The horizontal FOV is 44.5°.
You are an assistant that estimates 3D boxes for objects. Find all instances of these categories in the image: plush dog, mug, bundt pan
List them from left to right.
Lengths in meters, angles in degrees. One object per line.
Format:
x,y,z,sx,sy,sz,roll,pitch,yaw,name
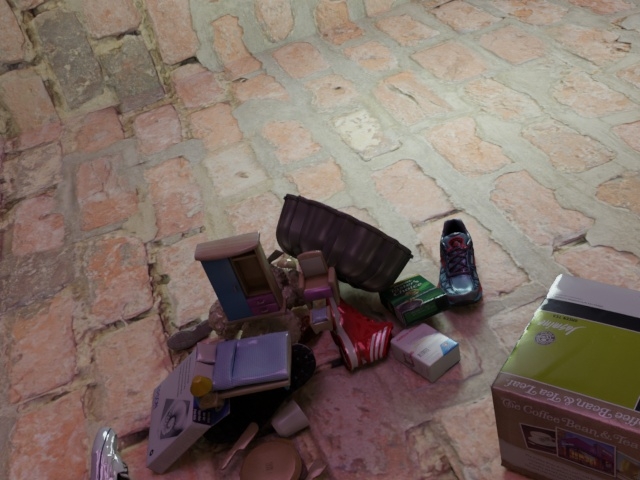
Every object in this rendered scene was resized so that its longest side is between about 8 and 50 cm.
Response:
-0.124,0.170,1.785,0.262,0.211,0.225,-23,62,-8,plush dog
-0.064,0.367,1.587,0.064,0.078,0.062,-35,73,-13,mug
0.040,0.020,1.797,0.330,0.331,0.124,21,83,40,bundt pan

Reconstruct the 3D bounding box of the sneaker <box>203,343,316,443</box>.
-0.124,0.324,1.646,0.283,0.107,0.124,-35,-4,-3,sneaker

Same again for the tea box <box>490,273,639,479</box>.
0.516,0.265,1.355,0.329,0.220,0.323,14,43,35,tea box

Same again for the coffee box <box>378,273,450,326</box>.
0.207,0.132,1.765,0.113,0.040,0.184,-21,15,-6,coffee box

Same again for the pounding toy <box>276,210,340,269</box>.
0.000,0.000,2.014,0.236,0.110,0.183,-8,35,9,pounding toy

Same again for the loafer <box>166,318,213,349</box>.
-0.312,0.228,1.883,0.125,0.045,0.039,-26,3,-20,loafer

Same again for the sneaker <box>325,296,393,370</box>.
0.091,0.192,1.756,0.128,0.087,0.221,-11,46,-9,sneaker

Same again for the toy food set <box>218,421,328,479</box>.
-0.091,0.441,1.508,0.192,0.038,0.132,21,55,33,toy food set

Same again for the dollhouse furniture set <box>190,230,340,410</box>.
-0.121,0.153,1.530,0.286,0.198,0.303,-12,37,11,dollhouse furniture set

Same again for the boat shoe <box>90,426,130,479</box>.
-0.414,0.474,1.555,0.075,0.083,0.226,-3,47,-2,boat shoe

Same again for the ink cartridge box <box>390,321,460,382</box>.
0.221,0.232,1.658,0.088,0.052,0.122,-33,39,-24,ink cartridge box

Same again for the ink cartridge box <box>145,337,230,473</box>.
-0.273,0.330,1.615,0.224,0.045,0.223,-44,28,21,ink cartridge box

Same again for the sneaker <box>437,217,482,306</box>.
0.311,0.045,1.820,0.104,0.125,0.262,-10,35,9,sneaker
